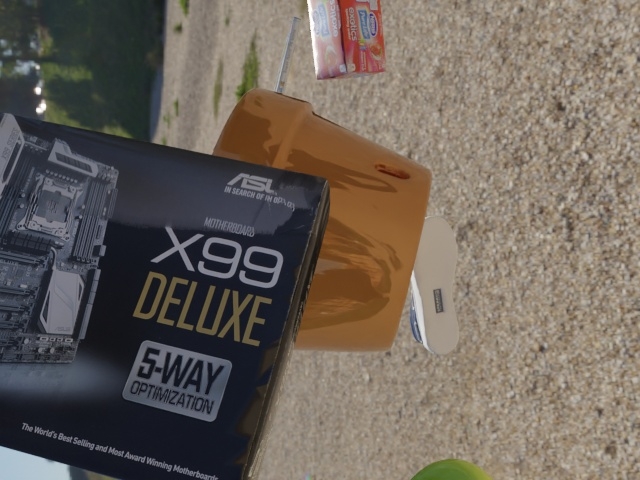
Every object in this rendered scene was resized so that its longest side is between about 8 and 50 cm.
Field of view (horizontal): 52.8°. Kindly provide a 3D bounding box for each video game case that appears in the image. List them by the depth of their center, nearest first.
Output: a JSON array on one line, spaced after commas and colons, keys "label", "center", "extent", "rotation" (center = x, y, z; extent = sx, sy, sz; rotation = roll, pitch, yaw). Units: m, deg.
[{"label": "video game case", "center": [-0.066, -0.273, 1.085], "extent": [0.119, 0.015, 0.166], "rotation": [136, 147, -72]}]

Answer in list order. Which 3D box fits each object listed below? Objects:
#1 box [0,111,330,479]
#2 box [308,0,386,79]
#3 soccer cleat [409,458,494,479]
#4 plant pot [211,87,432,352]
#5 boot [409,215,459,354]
[{"label": "box", "center": [-0.167, 0.041, 0.487], "extent": [0.076, 0.307, 0.243], "rotation": [86, -161, -65]}, {"label": "box", "center": [0.060, -0.514, 1.511], "extent": [0.122, 0.128, 0.257], "rotation": [6, 106, 53]}, {"label": "soccer cleat", "center": [0.081, 0.273, 0.360], "extent": [0.093, 0.121, 0.289], "rotation": [-11, 71, 41]}, {"label": "plant pot", "center": [0.000, 0.000, 0.698], "extent": [0.291, 0.203, 0.291], "rotation": [14, -90, -83]}, {"label": "boot", "center": [0.149, 0.061, 0.907], "extent": [0.086, 0.069, 0.190], "rotation": [-174, 82, -79]}]
